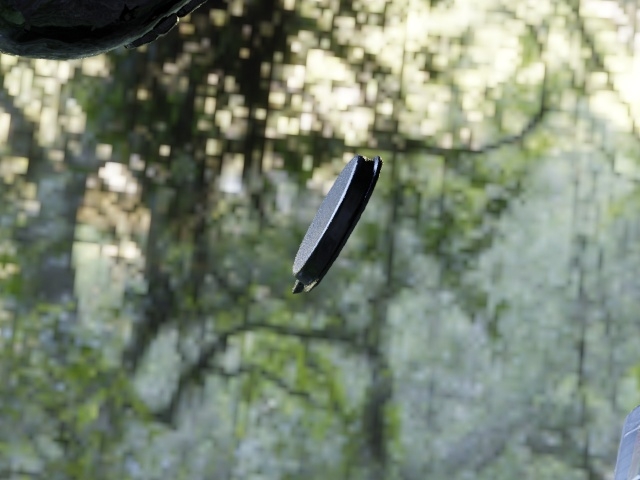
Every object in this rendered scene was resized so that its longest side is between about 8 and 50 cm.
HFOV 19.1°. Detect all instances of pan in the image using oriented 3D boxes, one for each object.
[{"bbox_3d":[0.000,0.000,1.715,0.028,0.136,0.235,27,-26,-4],"label":"pan"}]

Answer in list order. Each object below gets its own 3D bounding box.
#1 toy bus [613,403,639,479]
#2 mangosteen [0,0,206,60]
[{"bbox_3d":[0.319,0.206,1.787,0.075,0.064,0.190,-39,7,22],"label":"toy bus"},{"bbox_3d":[-0.192,-0.273,1.414,0.287,0.287,0.233,6,-23,-5],"label":"mangosteen"}]
